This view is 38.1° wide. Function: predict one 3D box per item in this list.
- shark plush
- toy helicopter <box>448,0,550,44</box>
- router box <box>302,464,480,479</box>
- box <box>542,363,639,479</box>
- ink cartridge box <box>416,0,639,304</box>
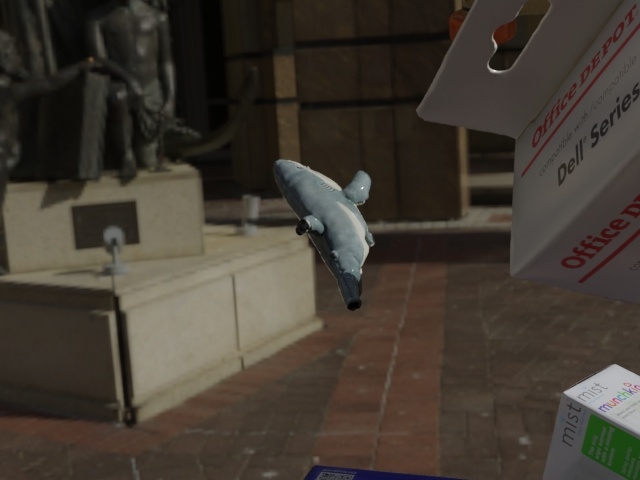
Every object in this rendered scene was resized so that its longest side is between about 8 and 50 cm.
[{"bbox_3d":[0.000,0.000,0.739,0.067,0.161,0.073,26,-49,-34],"label":"shark plush"},{"bbox_3d":[0.299,-0.280,1.044,0.234,0.140,0.355,-12,28,-10],"label":"toy helicopter"},{"bbox_3d":[0.156,0.326,0.698,0.335,0.301,0.082,-3,25,32],"label":"router box"},{"bbox_3d":[0.389,0.319,1.101,0.126,0.262,0.231,-16,32,-41],"label":"box"},{"bbox_3d":[0.247,-0.046,0.546,0.353,0.119,0.207,12,-30,-7],"label":"ink cartridge box"}]
